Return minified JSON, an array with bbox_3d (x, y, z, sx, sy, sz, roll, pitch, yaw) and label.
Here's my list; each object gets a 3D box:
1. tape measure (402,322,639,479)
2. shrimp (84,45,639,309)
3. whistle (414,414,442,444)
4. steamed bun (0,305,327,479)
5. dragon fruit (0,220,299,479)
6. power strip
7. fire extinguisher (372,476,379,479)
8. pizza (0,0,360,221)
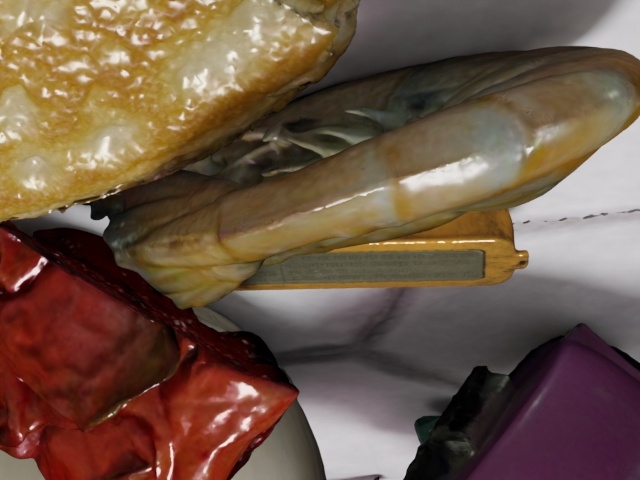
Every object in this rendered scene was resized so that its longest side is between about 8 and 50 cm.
[{"bbox_3d":[0.085,0.163,0.865,0.149,0.231,0.245,42,119,4],"label":"tape measure"},{"bbox_3d":[-0.005,-0.015,0.611,0.254,0.059,0.145,-12,-166,28],"label":"shrimp"},{"bbox_3d":[0.094,0.165,1.048,0.039,0.039,0.186,-7,135,15],"label":"whistle"},{"bbox_3d":[-0.180,0.162,0.868,0.375,0.241,0.374,0,159,0],"label":"steamed bun"},{"bbox_3d":[-0.095,0.018,0.690,0.192,0.122,0.092,39,142,3],"label":"dragon fruit"},{"bbox_3d":[0.000,0.000,0.752,0.178,0.028,0.049,-2,156,4],"label":"power strip"},{"bbox_3d":[-0.066,0.219,1.169,0.341,0.105,0.141,-2,116,6],"label":"fire extinguisher"},{"bbox_3d":[-0.100,-0.084,0.534,0.188,0.062,0.199,-22,144,16],"label":"pizza"}]
